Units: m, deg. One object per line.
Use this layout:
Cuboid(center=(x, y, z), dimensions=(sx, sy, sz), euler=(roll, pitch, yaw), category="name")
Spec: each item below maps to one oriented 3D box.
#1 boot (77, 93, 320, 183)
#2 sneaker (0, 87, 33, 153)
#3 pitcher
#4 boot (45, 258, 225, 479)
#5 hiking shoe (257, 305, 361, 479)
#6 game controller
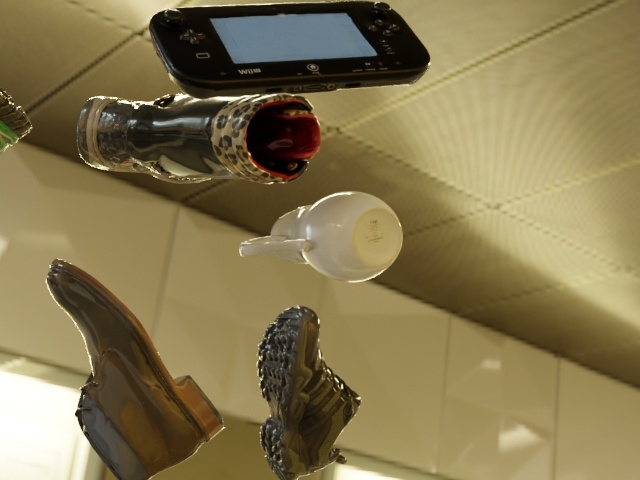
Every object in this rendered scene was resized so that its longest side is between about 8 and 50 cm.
Cuboid(center=(-0.128, -0.149, 1.672), dimensions=(0.284, 0.138, 0.377), euler=(4, 2, 31), category="boot")
Cuboid(center=(-0.615, -0.241, 1.811), dimensions=(0.343, 0.146, 0.134), euler=(47, -2, -36), category="sneaker")
Cuboid(center=(0.000, 0.000, 1.613), dimensions=(0.178, 0.125, 0.207), euler=(-16, 10, -31), category="pitcher")
Cuboid(center=(-0.196, 0.122, 1.043), dimensions=(0.219, 0.106, 0.082), euler=(47, -21, 2), category="boot")
Cuboid(center=(-0.010, 0.175, 1.377), dimensions=(0.114, 0.226, 0.086), euler=(-11, 27, -31), category="hiking shoe")
Cuboid(center=(-0.034, -0.226, 1.345), dimensions=(0.319, 0.166, 0.067), euler=(-7, -56, -21), category="game controller")
